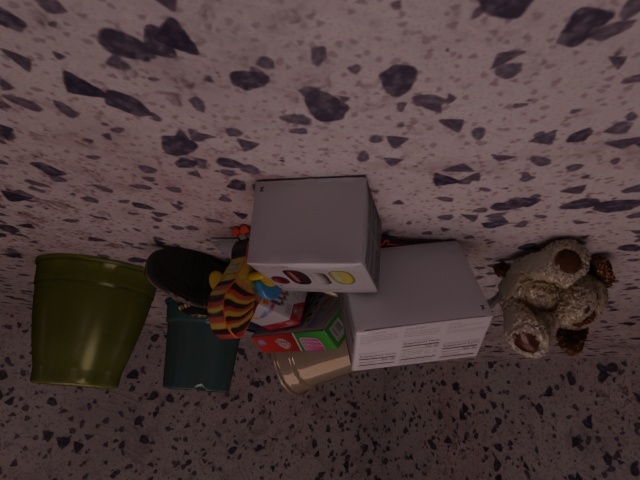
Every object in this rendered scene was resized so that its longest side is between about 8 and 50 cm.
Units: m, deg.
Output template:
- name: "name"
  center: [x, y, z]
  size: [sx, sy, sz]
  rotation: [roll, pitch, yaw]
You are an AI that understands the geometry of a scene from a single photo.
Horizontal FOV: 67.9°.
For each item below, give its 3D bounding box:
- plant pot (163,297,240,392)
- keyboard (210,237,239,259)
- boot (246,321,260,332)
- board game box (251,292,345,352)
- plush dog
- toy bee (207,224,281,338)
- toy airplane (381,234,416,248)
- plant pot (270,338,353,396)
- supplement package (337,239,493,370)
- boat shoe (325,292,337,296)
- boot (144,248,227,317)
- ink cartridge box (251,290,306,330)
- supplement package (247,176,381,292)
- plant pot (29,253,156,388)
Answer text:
- name: "plant pot"
  center: [-0.466, 0.421, 1.883]
  size: [0.340, 0.335, 0.341]
  rotation: [3, 161, 1]
- name: "keyboard"
  center: [-0.200, 0.040, 1.221]
  size: [0.072, 0.014, 0.256]
  rotation: [-5, 160, 10]
- name: "boot"
  center: [-0.289, 0.286, 1.798]
  size: [0.082, 0.106, 0.219]
  rotation: [-14, 154, 41]
- name: "board game box"
  center: [-0.016, 0.199, 1.312]
  size: [0.316, 0.242, 0.064]
  rotation: [-17, 113, 47]
- name: "plush dog"
  center: [0.519, 0.122, 1.047]
  size: [0.225, 0.263, 0.211]
  rotation: [18, -168, -9]
- name: "toy bee"
  center: [-0.164, 0.060, 1.026]
  size: [0.195, 0.298, 0.162]
  rotation: [-23, 112, 17]
- name: "toy airplane"
  center: [0.129, 0.012, 1.039]
  size: [0.151, 0.028, 0.151]
  rotation: [-4, 163, -1]
- name: "plant pot"
  center: [0.029, 0.371, 1.728]
  size: [0.305, 0.334, 0.334]
  rotation: [-17, 154, 20]
- name: "supplement package"
  center: [0.178, 0.129, 0.980]
  size: [0.261, 0.204, 0.145]
  rotation: [-5, 136, -6]
- name: "boat shoe"
  center: [0.100, 0.079, 1.147]
  size: [0.302, 0.113, 0.103]
  rotation: [15, 132, -10]
- name: "boot"
  center: [-0.349, 0.135, 1.345]
  size: [0.377, 0.138, 0.284]
  rotation: [18, 159, -37]
- name: "ink cartridge box"
  center: [-0.143, 0.137, 1.227]
  size: [0.176, 0.128, 0.127]
  rotation: [32, 146, -34]
- name: "supplement package"
  center: [0.000, 0.000, 0.848]
  size: [0.194, 0.149, 0.203]
  rotation: [-1, 161, 14]
- name: "plant pot"
  center: [-0.705, 0.263, 1.445]
  size: [0.366, 0.353, 0.366]
  rotation: [4, 161, 1]
